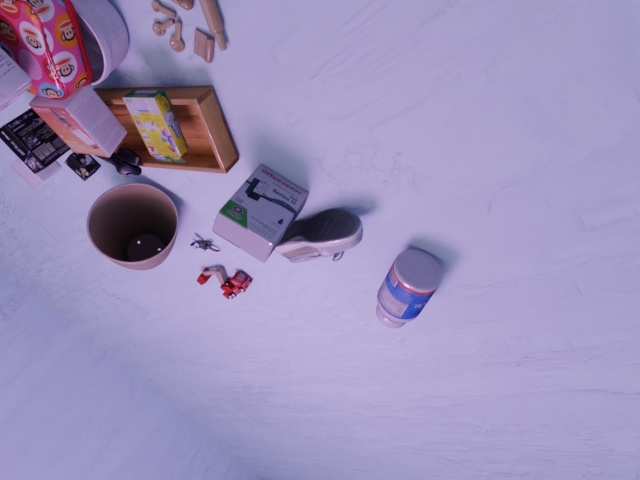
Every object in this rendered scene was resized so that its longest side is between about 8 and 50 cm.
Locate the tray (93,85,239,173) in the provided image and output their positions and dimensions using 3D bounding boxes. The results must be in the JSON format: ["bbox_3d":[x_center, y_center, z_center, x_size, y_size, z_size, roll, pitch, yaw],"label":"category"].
[{"bbox_3d":[-0.422,-0.289,1.272,0.410,0.076,0.203,9,136,27],"label":"tray"}]

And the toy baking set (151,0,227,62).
[{"bbox_3d":[-0.296,-0.487,1.009,0.196,0.030,0.256,12,137,23],"label":"toy baking set"}]

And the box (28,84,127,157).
[{"bbox_3d":[-0.592,-0.300,1.212,0.130,0.091,0.170,11,152,25],"label":"box"}]

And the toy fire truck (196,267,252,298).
[{"bbox_3d":[-0.331,0.135,1.683,0.135,0.047,0.192,44,139,-14],"label":"toy fire truck"}]

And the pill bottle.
[{"bbox_3d":[0.216,0.133,1.261,0.124,0.124,0.221,26,142,7],"label":"pill bottle"}]

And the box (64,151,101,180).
[{"bbox_3d":[-0.752,-0.241,1.554,0.062,0.052,0.083,-23,116,44],"label":"box"}]

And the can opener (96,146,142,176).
[{"bbox_3d":[-0.566,-0.227,1.342,0.186,0.073,0.059,23,180,15],"label":"can opener"}]

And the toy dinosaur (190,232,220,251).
[{"bbox_3d":[-0.387,0.020,1.606,0.090,0.047,0.082,42,160,-29],"label":"toy dinosaur"}]

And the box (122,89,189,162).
[{"bbox_3d":[-0.387,-0.269,1.179,0.105,0.043,0.179,9,134,25],"label":"box"}]

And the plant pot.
[{"bbox_3d":[-0.572,-0.006,1.563,0.256,0.256,0.274,30,156,2],"label":"plant pot"}]

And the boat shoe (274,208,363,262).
[{"bbox_3d":[-0.002,0.002,1.279,0.320,0.118,0.103,-12,130,46],"label":"boat shoe"}]

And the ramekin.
[{"bbox_3d":[-0.540,-0.474,1.123,0.207,0.109,0.207,19,140,17],"label":"ramekin"}]

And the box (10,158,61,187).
[{"bbox_3d":[-0.958,-0.248,1.654,0.102,0.087,0.101,-14,123,41],"label":"box"}]

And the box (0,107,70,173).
[{"bbox_3d":[-0.792,-0.306,1.409,0.077,0.180,0.147,-10,126,38],"label":"box"}]

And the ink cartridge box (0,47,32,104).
[{"bbox_3d":[-0.745,-0.374,0.970,0.201,0.117,0.278,0,137,48],"label":"ink cartridge box"}]

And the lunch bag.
[{"bbox_3d":[-0.643,-0.452,1.030,0.293,0.120,0.258,22,140,13],"label":"lunch bag"}]

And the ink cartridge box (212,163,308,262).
[{"bbox_3d":[-0.143,-0.071,1.213,0.153,0.208,0.087,31,138,0],"label":"ink cartridge box"}]
